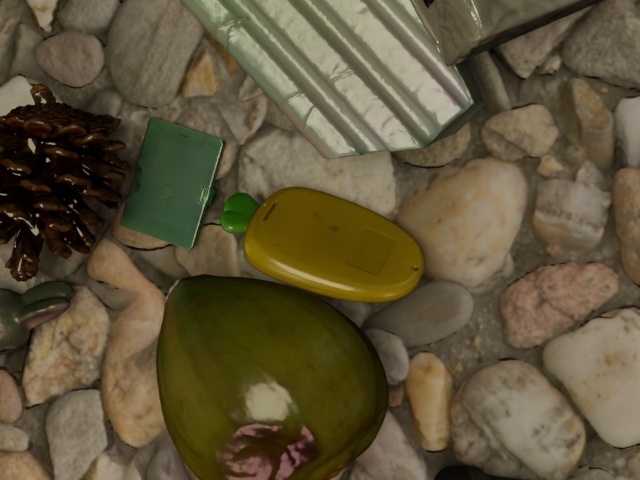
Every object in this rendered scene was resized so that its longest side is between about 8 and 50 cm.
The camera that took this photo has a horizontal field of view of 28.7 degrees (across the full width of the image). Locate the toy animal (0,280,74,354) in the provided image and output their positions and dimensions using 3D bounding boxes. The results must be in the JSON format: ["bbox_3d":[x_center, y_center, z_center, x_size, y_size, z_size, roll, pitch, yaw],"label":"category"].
[{"bbox_3d":[-0.415,0.105,1.485,0.236,0.138,0.108,6,125,-1],"label":"toy animal"}]

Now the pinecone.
[{"bbox_3d":[-0.316,-0.061,1.419,0.169,0.186,0.212,41,117,33],"label":"pinecone"}]

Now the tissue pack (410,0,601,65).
[{"bbox_3d":[0.209,-0.300,1.251,0.229,0.145,0.159,-24,86,-22],"label":"tissue pack"}]

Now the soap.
[{"bbox_3d":[0.017,-0.235,1.362,0.208,0.115,0.347,-44,83,12],"label":"soap"}]

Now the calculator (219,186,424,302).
[{"bbox_3d":[0.000,0.000,1.369,0.235,0.146,0.032,20,132,8],"label":"calculator"}]

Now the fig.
[{"bbox_3d":[-0.064,0.144,1.343,0.239,0.239,0.271,-40,76,12],"label":"fig"}]

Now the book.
[{"bbox_3d":[-0.171,-0.066,1.464,0.103,0.017,0.135,18,96,14],"label":"book"}]

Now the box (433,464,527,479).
[{"bbox_3d":[0.178,0.353,1.339,0.129,0.148,0.210,5,94,2],"label":"box"}]
